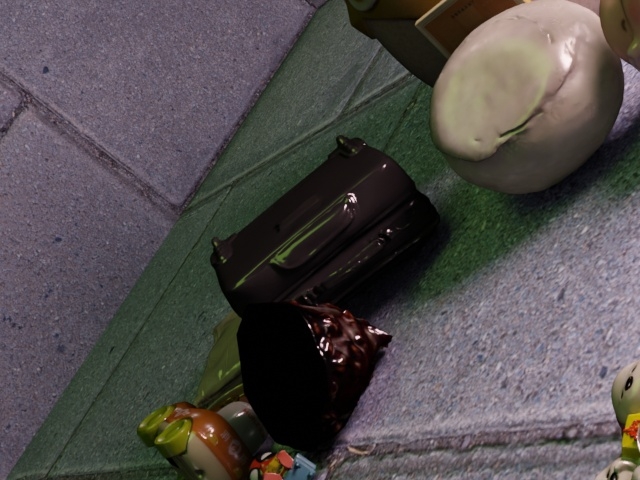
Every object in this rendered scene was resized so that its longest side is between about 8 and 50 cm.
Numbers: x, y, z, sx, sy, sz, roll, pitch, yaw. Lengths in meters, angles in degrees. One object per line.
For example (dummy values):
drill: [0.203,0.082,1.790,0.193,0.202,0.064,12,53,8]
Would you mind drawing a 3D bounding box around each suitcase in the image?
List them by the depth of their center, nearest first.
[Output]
suitcase: [0.000,0.000,1.693,0.345,0.188,0.339,-38,13,-1]

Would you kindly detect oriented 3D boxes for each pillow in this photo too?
pillow: [-0.156,0.194,1.986,0.173,0.067,0.270,-38,20,21]

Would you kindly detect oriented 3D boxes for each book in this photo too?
book: [0.275,-0.277,1.550,0.170,0.242,0.018,-32,22,48]

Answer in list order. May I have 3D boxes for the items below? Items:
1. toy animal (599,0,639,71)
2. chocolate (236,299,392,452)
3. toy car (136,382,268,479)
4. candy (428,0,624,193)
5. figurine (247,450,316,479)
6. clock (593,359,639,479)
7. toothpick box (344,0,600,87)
toy animal: [0.472,-0.318,1.211,0.326,0.237,0.269,-48,25,-8]
chocolate: [0.017,0.180,1.511,0.177,0.206,0.224,-9,4,-34]
toy car: [-0.155,0.299,1.680,0.235,0.145,0.235,-32,13,8]
candy: [0.282,-0.192,1.437,0.295,0.185,0.295,-24,54,38]
figurine: [-0.054,0.322,1.447,0.068,0.075,0.140,-58,7,-17]
clock: [0.286,0.168,0.837,0.144,0.103,0.231,-18,37,47]
toothpick box: [0.225,-0.464,1.709,0.409,0.425,0.409,-44,12,11]
